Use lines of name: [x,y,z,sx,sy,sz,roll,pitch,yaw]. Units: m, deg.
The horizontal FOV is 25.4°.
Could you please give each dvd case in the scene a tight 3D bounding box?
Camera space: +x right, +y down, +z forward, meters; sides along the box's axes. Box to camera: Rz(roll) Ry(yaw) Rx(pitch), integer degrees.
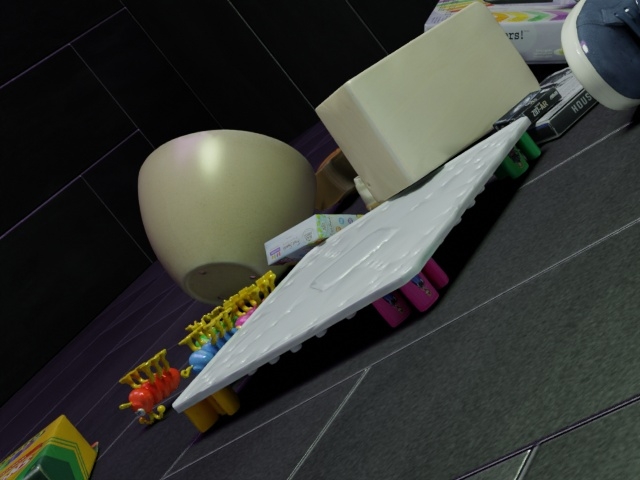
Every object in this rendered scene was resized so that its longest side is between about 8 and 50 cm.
dvd case: [0.299,-0.175,1.813,0.179,0.029,0.239,-41,9,-18]

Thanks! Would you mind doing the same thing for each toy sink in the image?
toy sink: [0.139,-0.179,1.841,0.234,0.152,0.131,-35,2,-24]

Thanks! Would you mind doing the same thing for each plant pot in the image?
plant pot: [-0.147,-0.011,2.206,0.284,0.284,0.191,-32,45,39]

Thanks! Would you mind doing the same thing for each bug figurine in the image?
bug figurine: [-0.147,0.143,1.858,0.216,0.072,0.279,-40,4,-36]

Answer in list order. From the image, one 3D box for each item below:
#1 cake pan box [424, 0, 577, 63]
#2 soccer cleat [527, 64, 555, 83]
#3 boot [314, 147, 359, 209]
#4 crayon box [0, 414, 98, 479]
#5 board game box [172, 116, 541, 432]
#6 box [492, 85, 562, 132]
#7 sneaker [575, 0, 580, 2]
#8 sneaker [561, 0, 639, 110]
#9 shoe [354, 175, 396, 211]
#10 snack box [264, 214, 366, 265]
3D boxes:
cake pan box: [0.286,-0.312,2.072,0.246,0.070,0.267,2,19,12]
soccer cleat: [0.214,-0.199,2.110,0.318,0.116,0.108,-27,39,-21]
boot: [0.110,-0.164,2.433,0.283,0.109,0.220,-43,1,29]
crayon box: [-0.403,0.342,1.865,0.202,0.081,0.318,-39,7,1]
board game box: [0.050,0.039,1.645,0.390,0.050,0.390,-32,10,38]
box: [0.253,-0.158,1.742,0.067,0.018,0.083,-40,8,-8]
sneaker: [0.449,-0.360,1.913,0.321,0.127,0.126,-14,-19,-33]
sneaker: [0.388,-0.267,1.553,0.148,0.131,0.350,-37,6,46]
shoe: [0.141,-0.132,2.178,0.219,0.058,0.076,-41,8,-17]
snack box: [0.000,0.000,1.971,0.100,0.037,0.141,-2,-16,-34]
